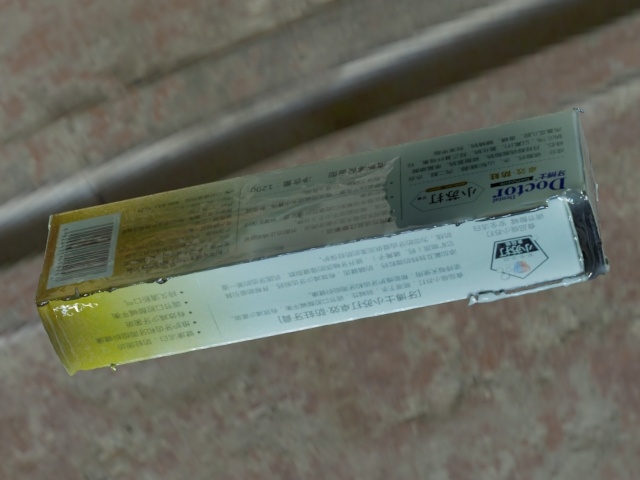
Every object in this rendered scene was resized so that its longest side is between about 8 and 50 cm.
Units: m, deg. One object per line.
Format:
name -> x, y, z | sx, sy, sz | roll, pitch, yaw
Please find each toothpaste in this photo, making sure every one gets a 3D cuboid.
toothpaste -> 0.000, 0.000, 1.103 | 0.312, 0.071, 0.089 | -11, 38, 11
